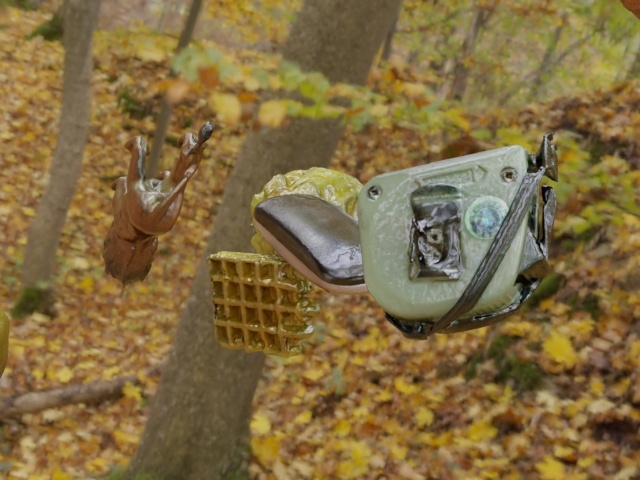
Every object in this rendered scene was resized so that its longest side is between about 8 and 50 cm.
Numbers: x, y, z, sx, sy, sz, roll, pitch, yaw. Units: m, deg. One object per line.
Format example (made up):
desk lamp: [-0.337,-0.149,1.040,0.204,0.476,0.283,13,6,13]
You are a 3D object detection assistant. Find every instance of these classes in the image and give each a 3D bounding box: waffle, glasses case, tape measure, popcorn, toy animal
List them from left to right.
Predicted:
toy animal: [-0.231,-0.036,1.218,0.097,0.158,0.312,10,-20,-20]
waffle: [-0.085,0.104,1.446,0.210,0.161,0.055,6,14,39]
glasses case: [0.000,0.000,1.371,0.122,0.075,0.314,-12,28,-25]
popcorn: [0.001,-0.028,1.702,0.252,0.215,0.286,55,39,4]
tape measure: [0.163,0.003,1.027,0.235,0.207,0.115,-11,-22,21]

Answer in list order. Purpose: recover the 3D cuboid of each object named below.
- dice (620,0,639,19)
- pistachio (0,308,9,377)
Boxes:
dice: [0.511,-0.422,1.310,0.179,0.174,0.175,-28,-37,35]
pistachio: [-0.359,0.106,0.898,0.100,0.110,0.189,19,-21,-12]
